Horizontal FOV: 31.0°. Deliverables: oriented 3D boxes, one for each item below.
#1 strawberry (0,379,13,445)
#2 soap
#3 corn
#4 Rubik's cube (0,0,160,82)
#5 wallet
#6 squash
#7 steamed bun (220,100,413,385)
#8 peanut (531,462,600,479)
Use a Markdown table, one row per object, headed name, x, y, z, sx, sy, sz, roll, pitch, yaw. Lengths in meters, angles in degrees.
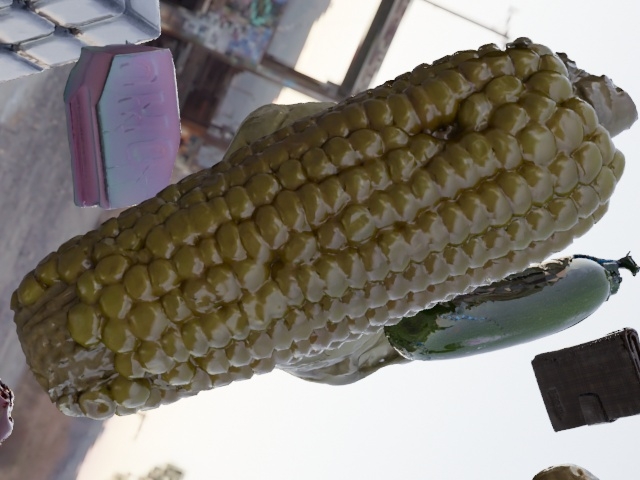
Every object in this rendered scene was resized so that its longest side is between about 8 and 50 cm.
| name | x | y | z | sx | sy | sz | roll | pitch | yaw |
| --- | --- | --- | --- | --- | --- | --- | --- | --- | --- |
| strawberry | -0.499 | 0.218 | 1.512 | 0.234 | 0.178 | 0.234 | -39 | 136 | -52 |
| soap | -0.178 | -0.108 | 1.050 | 0.056 | 0.100 | 0.149 | 3 | -79 | 40 |
| corn | 0.008 | -0.008 | 0.566 | 0.119 | 0.321 | 0.119 | 159 | -90 | -88 |
| Rubik's cube | -0.423 | -0.420 | 1.566 | 0.303 | 0.305 | 0.301 | 25 | 57 | -64 |
| wallet | 0.391 | 0.204 | 1.660 | 0.230 | 0.042 | 0.124 | -31 | -106 | 59 |
| squash | 0.216 | 0.069 | 1.242 | 0.087 | 0.331 | 0.087 | 33 | -51 | 53 |
| steamed bun | -0.001 | 0.005 | 1.431 | 0.325 | 0.372 | 0.230 | -53 | -134 | 1 |
| peanut | 0.289 | 0.316 | 1.131 | 0.108 | 0.226 | 0.095 | -30 | 160 | -34 |
